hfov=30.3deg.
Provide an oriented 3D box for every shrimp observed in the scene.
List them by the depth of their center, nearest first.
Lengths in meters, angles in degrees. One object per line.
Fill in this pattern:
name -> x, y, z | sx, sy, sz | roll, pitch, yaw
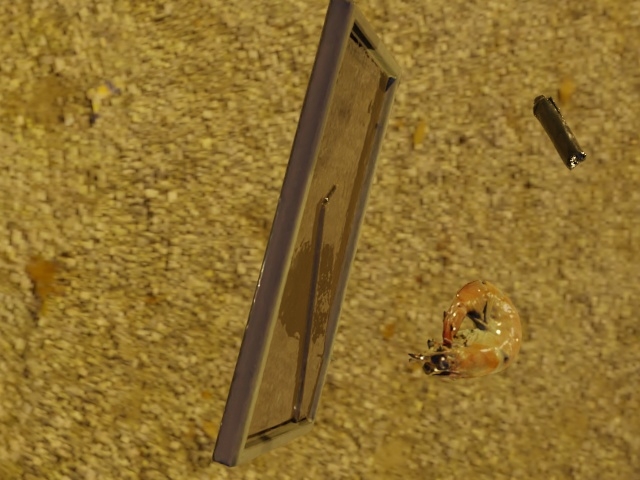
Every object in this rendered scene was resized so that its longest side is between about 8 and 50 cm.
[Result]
shrimp -> 0.153, 0.096, 1.212 | 0.180, 0.041, 0.099 | -15, 94, -46

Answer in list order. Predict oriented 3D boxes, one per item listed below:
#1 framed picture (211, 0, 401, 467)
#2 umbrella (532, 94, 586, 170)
framed picture -> 0.000, 0.000, 0.868 | 0.232, 0.024, 0.315 | 17, 86, -77
umbrella -> 0.347, -0.160, 1.728 | 0.036, 0.133, 0.031 | -25, 146, 5
